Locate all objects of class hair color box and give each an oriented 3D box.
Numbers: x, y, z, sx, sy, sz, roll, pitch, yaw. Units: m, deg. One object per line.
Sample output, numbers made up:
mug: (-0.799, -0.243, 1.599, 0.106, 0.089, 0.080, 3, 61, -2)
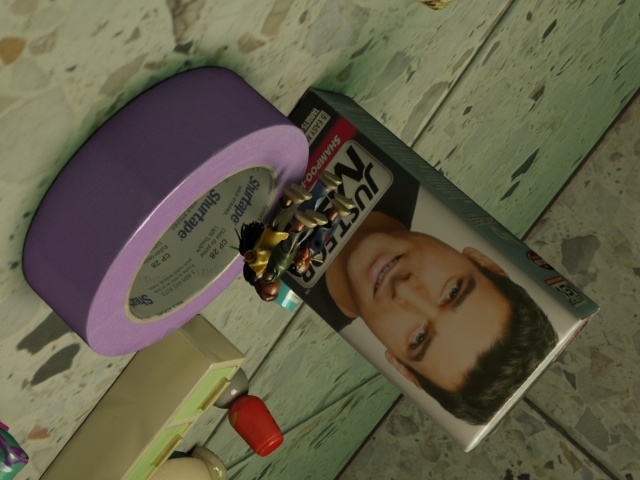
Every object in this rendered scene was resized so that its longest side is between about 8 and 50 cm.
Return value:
hair color box: (0.089, 0.024, 1.212, 0.185, 0.374, 0.113, -53, 163, 16)

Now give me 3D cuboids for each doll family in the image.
doll family: (-0.029, -0.001, 1.080, 0.111, 0.076, 0.193, -60, 164, 21)

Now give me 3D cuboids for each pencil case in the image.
pencil case: (-0.364, 0.252, 1.129, 0.152, 0.064, 0.070, -46, -158, -8)

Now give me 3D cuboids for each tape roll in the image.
tape roll: (-0.136, -0.024, 1.038, 0.275, 0.090, 0.275, -43, 162, -17)

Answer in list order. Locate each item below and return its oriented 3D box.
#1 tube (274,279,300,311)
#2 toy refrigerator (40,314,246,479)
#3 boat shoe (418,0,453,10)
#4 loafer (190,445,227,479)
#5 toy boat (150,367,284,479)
tube: (0.000, 0.000, 1.524, 0.207, 0.052, 0.080, -54, 169, 0)
toy refrigerator: (-0.216, 0.224, 1.393, 0.269, 0.094, 0.102, -52, 163, 11)
boat shoe: (0.128, -0.271, 1.214, 0.135, 0.050, 0.045, -29, 150, -49)
loafer: (-0.233, 0.453, 1.885, 0.092, 0.102, 0.269, -30, 146, -44)
toy boat: (-0.206, 0.318, 1.596, 0.318, 0.148, 0.267, -40, 159, 0)
